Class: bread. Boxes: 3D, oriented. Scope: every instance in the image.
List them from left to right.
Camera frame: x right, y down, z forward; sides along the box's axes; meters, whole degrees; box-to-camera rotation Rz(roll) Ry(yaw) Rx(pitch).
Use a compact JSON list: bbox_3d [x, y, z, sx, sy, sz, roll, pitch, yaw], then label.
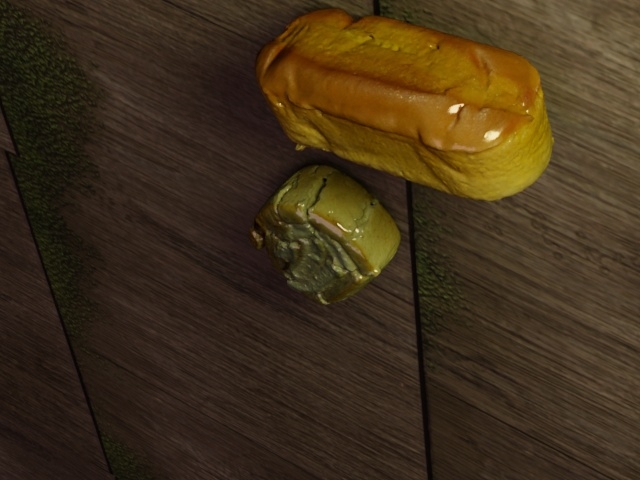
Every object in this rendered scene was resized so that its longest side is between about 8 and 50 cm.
[{"bbox_3d":[0.000,0.000,1.752,0.117,0.064,0.156,41,151,1],"label":"bread"},{"bbox_3d":[0.061,-0.107,1.487,0.245,0.102,0.094,20,153,36],"label":"bread"}]
